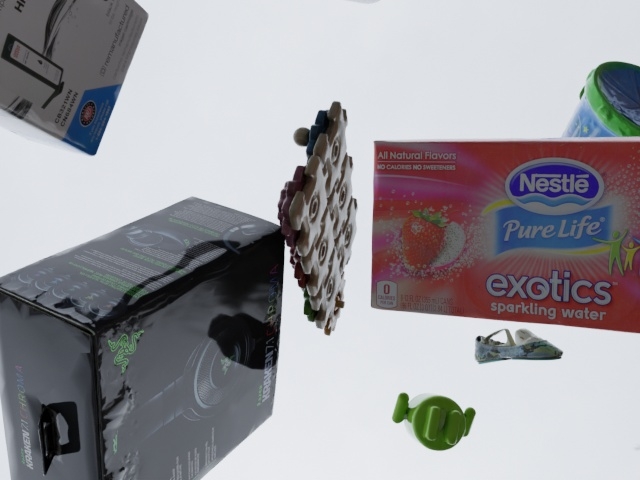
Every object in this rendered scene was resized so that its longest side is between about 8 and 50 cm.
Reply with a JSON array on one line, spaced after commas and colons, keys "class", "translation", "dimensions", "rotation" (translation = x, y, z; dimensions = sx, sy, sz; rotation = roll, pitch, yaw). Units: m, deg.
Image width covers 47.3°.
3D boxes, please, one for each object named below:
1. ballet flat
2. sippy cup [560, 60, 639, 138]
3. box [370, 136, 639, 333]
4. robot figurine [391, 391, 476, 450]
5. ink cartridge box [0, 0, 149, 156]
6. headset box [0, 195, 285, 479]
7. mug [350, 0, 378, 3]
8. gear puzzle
[{"class": "ballet flat", "translation": [0.352, 0.190, 1.329], "dimensions": [0.070, 0.188, 0.070], "rotation": [10, -107, -38]}, {"class": "sippy cup", "translation": [0.585, -0.197, 1.456], "dimensions": [0.240, 0.224, 0.305], "rotation": [39, -131, 11]}, {"class": "box", "translation": [0.205, -0.014, 0.626], "dimensions": [0.300, 0.142, 0.154], "rotation": [4, -82, 23]}, {"class": "robot figurine", "translation": [0.141, 0.225, 0.912], "dimensions": [0.101, 0.115, 0.067], "rotation": [10, -99, -2]}, {"class": "ink cartridge box", "translation": [-0.246, -0.172, 0.582], "dimensions": [0.086, 0.203, 0.148], "rotation": [18, -95, 21]}, {"class": "headset box", "translation": [-0.170, 0.121, 0.713], "dimensions": [0.283, 0.131, 0.246], "rotation": [-31, -48, -53]}, {"class": "mug", "translation": [-0.092, -0.392, 0.774], "dimensions": [0.328, 0.374, 0.276], "rotation": [5, -109, -19]}, {"class": "gear puzzle", "translation": [0.000, 0.000, 0.869], "dimensions": [0.044, 0.339, 0.175], "rotation": [10, -123, 15]}]
